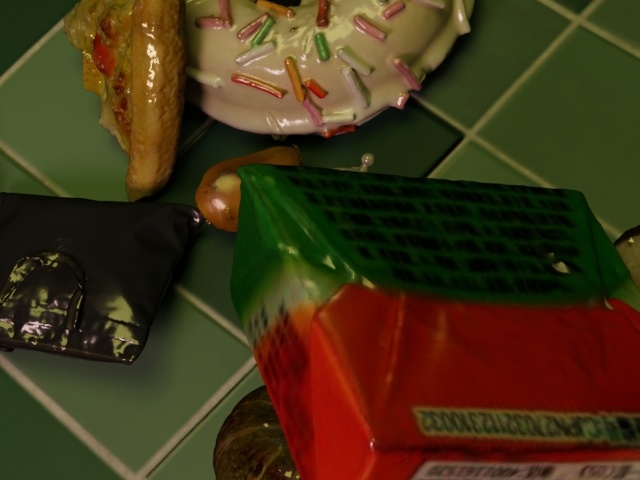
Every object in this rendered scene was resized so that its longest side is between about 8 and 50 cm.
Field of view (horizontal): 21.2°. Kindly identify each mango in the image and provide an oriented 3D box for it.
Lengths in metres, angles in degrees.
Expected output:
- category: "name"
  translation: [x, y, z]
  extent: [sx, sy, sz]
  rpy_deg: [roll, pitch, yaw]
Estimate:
- category: "mango"
  translation: [-0.069, -0.055, 1.791]
  extent: [0.127, 0.077, 0.063]
  rpy_deg: [-29, 32, -19]

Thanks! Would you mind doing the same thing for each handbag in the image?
- category: "handbag"
  translation: [-0.267, 0.037, 1.783]
  extent: [0.254, 0.088, 0.211]
  rpy_deg: [6, 51, 21]

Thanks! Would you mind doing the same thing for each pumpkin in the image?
- category: "pumpkin"
  translation: [0.021, 0.212, 1.569]
  extent: [0.219, 0.162, 0.219]
  rpy_deg: [1, 38, -1]

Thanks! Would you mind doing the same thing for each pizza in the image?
- category: "pizza"
  translation: [-0.225, -0.199, 1.876]
  extent: [0.075, 0.280, 0.288]
  rpy_deg: [-9, 24, -26]

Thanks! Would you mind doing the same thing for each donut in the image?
- category: "donut"
  translation: [-0.020, -0.288, 1.879]
  extent: [0.383, 0.142, 0.382]
  rpy_deg: [-7, 59, 12]

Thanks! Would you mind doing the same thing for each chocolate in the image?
- category: "chocolate"
  translation: [0.115, 0.099, 1.478]
  extent: [0.360, 0.161, 0.341]
  rpy_deg: [4, 40, -26]

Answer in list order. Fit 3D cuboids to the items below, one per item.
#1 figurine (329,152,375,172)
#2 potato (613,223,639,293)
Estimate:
- category: "figurine"
  translation: [0.001, 0.000, 1.731]
  extent: [0.147, 0.093, 0.197]
  rpy_deg: [31, 75, 37]
- category: "potato"
  translation: [0.302, 0.125, 1.594]
  extent: [0.120, 0.100, 0.261]
  rpy_deg: [-17, 64, 52]
